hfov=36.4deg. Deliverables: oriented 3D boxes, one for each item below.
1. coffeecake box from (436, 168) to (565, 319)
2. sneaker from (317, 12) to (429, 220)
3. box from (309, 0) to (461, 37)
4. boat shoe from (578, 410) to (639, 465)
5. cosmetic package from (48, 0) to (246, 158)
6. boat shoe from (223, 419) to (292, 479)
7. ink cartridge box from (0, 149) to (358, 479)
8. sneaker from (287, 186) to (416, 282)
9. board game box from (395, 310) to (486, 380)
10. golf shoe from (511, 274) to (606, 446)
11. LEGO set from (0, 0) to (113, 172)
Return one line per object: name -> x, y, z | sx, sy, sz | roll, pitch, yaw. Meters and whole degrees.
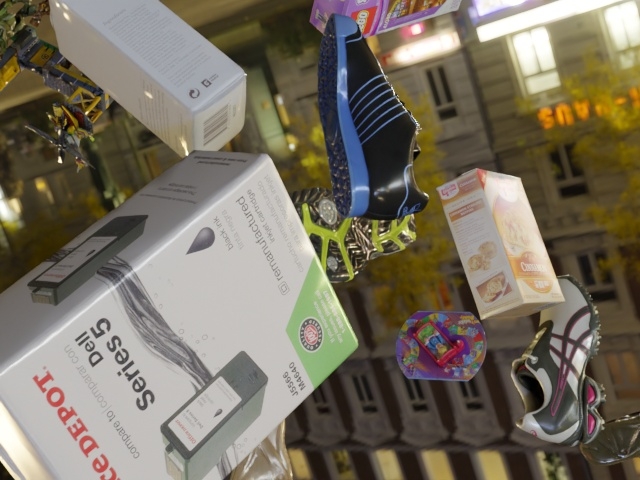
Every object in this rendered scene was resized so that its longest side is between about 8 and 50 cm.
coffeecake box -> 0.242, 0.006, 1.301 | 0.068, 0.186, 0.142 | -26, 164, 32
sneaker -> 0.053, -0.128, 1.011 | 0.090, 0.232, 0.081 | 0, 161, -17
box -> 0.108, -0.365, 1.060 | 0.200, 0.057, 0.293 | -24, 148, -33
boat shoe -> 0.508, 0.297, 1.508 | 0.223, 0.080, 0.073 | -12, 176, 1
cosmetic package -> -0.192, -0.200, 1.082 | 0.085, 0.231, 0.117 | -42, 165, -24
boat shoe -> -0.106, 0.332, 1.465 | 0.102, 0.285, 0.092 | 4, 165, -26
ink cartridge box -> -0.124, 0.084, 0.762 | 0.114, 0.198, 0.273 | 9, -138, 48
sneaker -> 0.000, 0.000, 1.459 | 0.147, 0.145, 0.384 | -18, 174, 34
board game box -> 0.217, 0.186, 1.780 | 0.168, 0.133, 0.033 | 1, 156, 18
golf shoe -> 0.350, 0.169, 1.457 | 0.120, 0.273, 0.105 | 11, 148, -14
LEGO set -> -0.410, -0.240, 1.257 | 0.192, 0.331, 0.255 | -59, 178, -32
